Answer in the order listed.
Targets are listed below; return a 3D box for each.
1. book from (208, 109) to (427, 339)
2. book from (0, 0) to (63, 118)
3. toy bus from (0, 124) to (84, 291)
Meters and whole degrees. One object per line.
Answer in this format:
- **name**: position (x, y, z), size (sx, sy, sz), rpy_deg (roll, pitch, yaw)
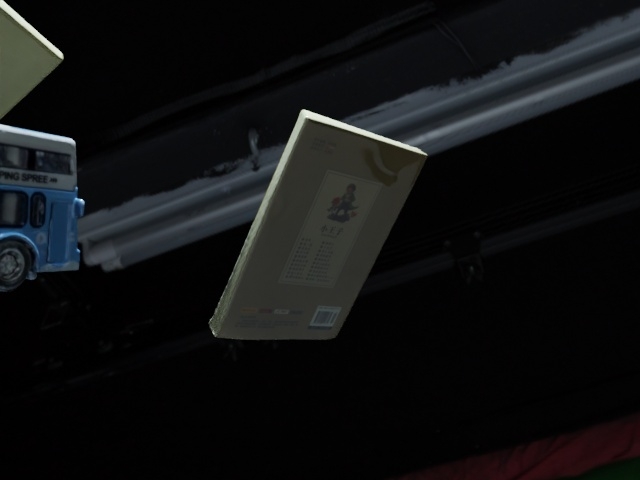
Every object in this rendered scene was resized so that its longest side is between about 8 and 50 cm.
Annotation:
- **book**: position (0.000, 0.000, 0.511), size (0.139, 0.016, 0.198), rpy_deg (9, -67, -40)
- **book**: position (-0.192, -0.078, 0.287), size (0.111, 0.014, 0.077), rpy_deg (-40, -44, 6)
- **toy bus**: position (-0.304, -0.029, 0.404), size (0.106, 0.297, 0.130), rpy_deg (6, -87, 24)
